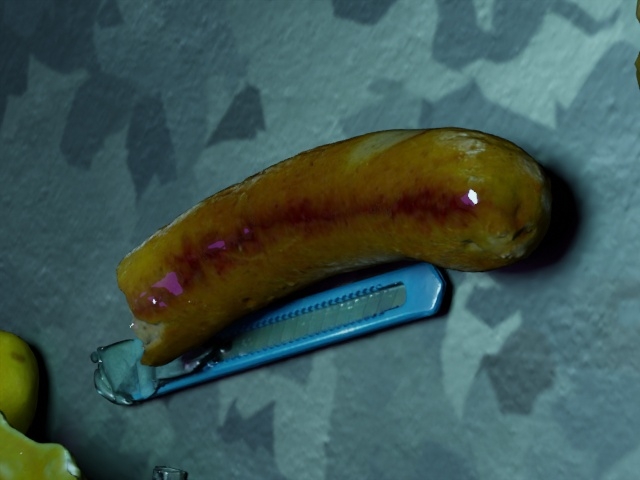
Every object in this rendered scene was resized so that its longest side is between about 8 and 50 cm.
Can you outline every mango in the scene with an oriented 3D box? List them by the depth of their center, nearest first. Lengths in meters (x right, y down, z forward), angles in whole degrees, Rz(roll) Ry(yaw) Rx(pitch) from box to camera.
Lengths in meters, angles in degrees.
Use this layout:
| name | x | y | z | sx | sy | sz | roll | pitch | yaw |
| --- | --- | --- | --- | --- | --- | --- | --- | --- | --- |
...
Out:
| name | x | y | z | sx | sy | sz | roll | pitch | yaw |
| --- | --- | --- | --- | --- | --- | --- | --- | --- | --- |
| mango | -0.261 | 0.132 | 1.258 | 0.178 | 0.090 | 0.115 | -22 | 65 | 30 |

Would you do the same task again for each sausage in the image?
| name | x | y | z | sx | sy | sz | roll | pitch | yaw |
| --- | --- | --- | --- | --- | --- | --- | --- | --- | --- |
| sausage | 0.001 | -0.005 | 1.035 | 0.302 | 0.076 | 0.103 | -19 | 50 | 37 |

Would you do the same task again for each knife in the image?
| name | x | y | z | sx | sy | sz | roll | pitch | yaw |
| --- | --- | --- | --- | --- | --- | --- | --- | --- | --- |
| knife | -0.042 | 0.056 | 1.111 | 0.296 | 0.026 | 0.044 | -19 | 63 | 39 |

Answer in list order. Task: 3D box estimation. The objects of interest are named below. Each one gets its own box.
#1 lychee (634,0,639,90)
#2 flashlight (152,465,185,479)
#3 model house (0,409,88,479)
| name | x | y | z | sx | sy | sz | roll | pitch | yaw |
| --- | --- | --- | --- | --- | --- | --- | --- | --- | --- |
| lychee | 0.263 | -0.068 | 0.714 | 0.267 | 0.267 | 0.268 | -3 | 85 | 41 |
| flashlight | -0.100 | 0.185 | 1.157 | 0.018 | 0.018 | 0.083 | 7 | 92 | 43 |
| model house | -0.182 | 0.258 | 1.106 | 0.239 | 0.173 | 0.268 | 25 | 120 | 41 |
